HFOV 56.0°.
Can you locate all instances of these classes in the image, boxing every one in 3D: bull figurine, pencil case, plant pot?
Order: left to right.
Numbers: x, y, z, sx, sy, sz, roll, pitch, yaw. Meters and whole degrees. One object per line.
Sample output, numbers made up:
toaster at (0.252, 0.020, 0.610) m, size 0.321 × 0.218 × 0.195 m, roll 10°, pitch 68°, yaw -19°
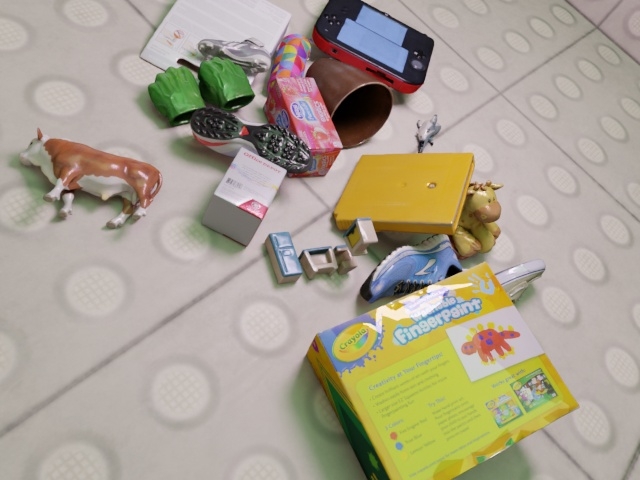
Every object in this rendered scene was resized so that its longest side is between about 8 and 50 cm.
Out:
bull figurine at (-0.512, -0.138, 1.332) m, size 0.311 × 0.101 × 0.188 m, roll 10°, pitch 58°, yaw -16°
pencil case at (-0.088, -0.515, 1.789) m, size 0.105 × 0.104 × 0.236 m, roll 22°, pitch 52°, yaw -10°
plant pot at (0.058, -0.426, 1.746) m, size 0.216 × 0.215 × 0.230 m, roll -13°, pitch 51°, yaw -31°

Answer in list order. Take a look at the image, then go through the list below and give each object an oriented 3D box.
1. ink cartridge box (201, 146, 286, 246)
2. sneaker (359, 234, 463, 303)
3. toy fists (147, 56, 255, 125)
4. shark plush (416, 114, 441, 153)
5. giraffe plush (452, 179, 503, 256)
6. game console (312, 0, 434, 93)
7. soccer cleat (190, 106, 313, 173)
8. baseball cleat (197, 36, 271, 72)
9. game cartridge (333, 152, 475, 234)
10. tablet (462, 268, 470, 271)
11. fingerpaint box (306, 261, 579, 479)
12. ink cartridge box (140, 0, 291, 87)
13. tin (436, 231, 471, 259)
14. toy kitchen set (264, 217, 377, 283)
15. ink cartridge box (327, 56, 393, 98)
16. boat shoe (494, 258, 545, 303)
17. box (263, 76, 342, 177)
ink cartridge box at (-0.182, -0.106, 1.444) m, size 0.128 × 0.127 × 0.176 m, roll 28°, pitch 51°, yaw -6°
sneaker at (0.243, 0.091, 1.511) m, size 0.330 × 0.129 × 0.147 m, roll -20°, pitch 66°, yaw -34°
toy fists at (-0.317, -0.401, 1.601) m, size 0.279 × 0.096 × 0.142 m, roll -23°, pitch 82°, yaw -28°
shark plush at (0.345, -0.331, 1.897) m, size 0.067 × 0.073 × 0.161 m, roll 48°, pitch 39°, yaw -28°
giraffe plush at (0.426, -0.083, 1.641) m, size 0.210 × 0.170 × 0.181 m, roll 39°, pitch 51°, yaw 3°
game console at (0.180, -0.654, 1.953) m, size 0.387 × 0.060 × 0.341 m, roll 26°, pitch 52°, yaw -7°
soccer cleat at (-0.172, -0.243, 1.523) m, size 0.319 × 0.116 × 0.108 m, roll 19°, pitch 76°, yaw -2°
baseball cleat at (-0.240, -0.534, 1.695) m, size 0.206 × 0.072 × 0.109 m, roll 16°, pitch 54°, yaw -16°
game cartridge at (0.220, -0.128, 1.585) m, size 0.324 × 0.052 × 0.285 m, roll 2°, pitch 45°, yaw 27°
tablet at (0.394, 0.090, 1.630) m, size 0.083 × 0.006 × 0.054 m, roll 0°, pitch 27°, yaw -5°
fingerpaint box at (0.251, 0.301, 1.300) m, size 0.445 × 0.163 × 0.371 m, roll -21°, pitch 68°, yaw -20°
ink cartridge box at (-0.300, -0.585, 1.770) m, size 0.308 × 0.091 × 0.384 m, roll 27°, pitch 68°, yaw -7°
tin at (0.375, -0.032, 1.716) m, size 0.106 × 0.040 × 0.189 m, roll -9°, pitch 63°, yaw -25°
toy kitchen set at (0.000, 0.000, 1.433) m, size 0.207 × 0.166 × 0.122 m, roll -7°, pitch 62°, yaw -29°
ink cartridge box at (0.166, -0.549, 1.953) m, size 0.333 × 0.065 × 0.165 m, roll -29°, pitch 73°, yaw -35°
boat shoe at (0.498, 0.133, 1.633) m, size 0.303 × 0.109 × 0.094 m, roll -19°, pitch 83°, yaw -24°
box at (-0.053, -0.311, 1.646) m, size 0.123 × 0.128 × 0.256 m, roll -6°, pitch 62°, yaw -28°
